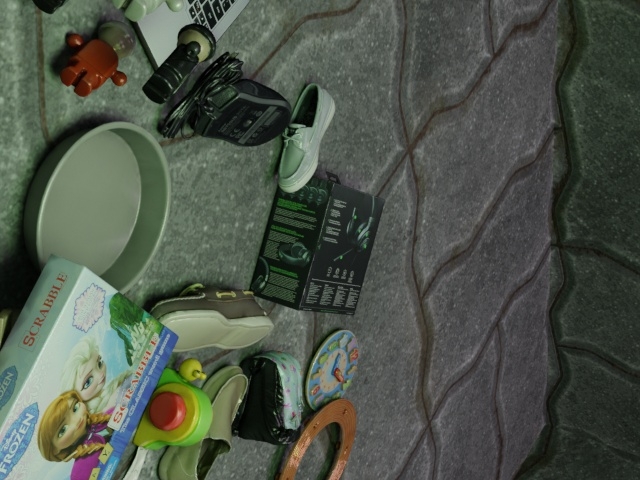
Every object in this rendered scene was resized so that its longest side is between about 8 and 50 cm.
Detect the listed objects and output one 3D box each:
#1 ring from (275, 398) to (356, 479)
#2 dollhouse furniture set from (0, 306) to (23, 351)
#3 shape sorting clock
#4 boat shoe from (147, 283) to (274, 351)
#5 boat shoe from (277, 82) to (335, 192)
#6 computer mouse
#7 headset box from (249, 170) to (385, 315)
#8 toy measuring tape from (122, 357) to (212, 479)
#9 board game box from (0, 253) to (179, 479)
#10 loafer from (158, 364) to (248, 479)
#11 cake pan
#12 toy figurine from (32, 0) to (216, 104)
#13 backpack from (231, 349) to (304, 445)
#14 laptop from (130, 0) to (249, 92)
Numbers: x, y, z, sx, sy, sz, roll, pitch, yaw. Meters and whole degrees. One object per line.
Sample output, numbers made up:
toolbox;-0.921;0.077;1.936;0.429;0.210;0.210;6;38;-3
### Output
ring;-0.016;0.530;2.455;0.336;0.032;0.336;-41;142;-43
dollhouse furniture set;-0.496;0.147;1.434;0.151;0.123;0.144;-108;-152;-78
shape sorting clock;0.031;0.310;2.433;0.206;0.040;0.206;-36;133;-49
boat shoe;-0.208;0.134;1.864;0.116;0.096;0.324;-39;157;23
boat shoe;-0.041;-0.206;2.012;0.081;0.079;0.227;46;58;-51
computer mouse;-0.150;-0.237;1.767;0.188;0.072;0.272;-43;156;19
headset box;0.000;0.000;2.123;0.246;0.131;0.283;10;95;-61
toy measuring tape;-0.275;0.373;1.850;0.121;0.121;0.330;33;76;-60
board game box;-0.357;0.223;1.477;0.318;0.066;0.318;-66;155;-14
loafer;-0.207;0.366;1.988;0.268;0.092;0.102;-60;149;-24
cake pan;-0.342;-0.043;1.576;0.293;0.054;0.293;-35;133;-49
toy figurine;-0.266;-0.308;1.416;0.148;0.213;0.209;-60;147;-41
backpack;-0.106;0.318;2.112;0.115;0.152;0.182;-11;102;-64
laptop;-0.106;-0.476;1.579;0.408;0.236;0.382;-57;147;-28
